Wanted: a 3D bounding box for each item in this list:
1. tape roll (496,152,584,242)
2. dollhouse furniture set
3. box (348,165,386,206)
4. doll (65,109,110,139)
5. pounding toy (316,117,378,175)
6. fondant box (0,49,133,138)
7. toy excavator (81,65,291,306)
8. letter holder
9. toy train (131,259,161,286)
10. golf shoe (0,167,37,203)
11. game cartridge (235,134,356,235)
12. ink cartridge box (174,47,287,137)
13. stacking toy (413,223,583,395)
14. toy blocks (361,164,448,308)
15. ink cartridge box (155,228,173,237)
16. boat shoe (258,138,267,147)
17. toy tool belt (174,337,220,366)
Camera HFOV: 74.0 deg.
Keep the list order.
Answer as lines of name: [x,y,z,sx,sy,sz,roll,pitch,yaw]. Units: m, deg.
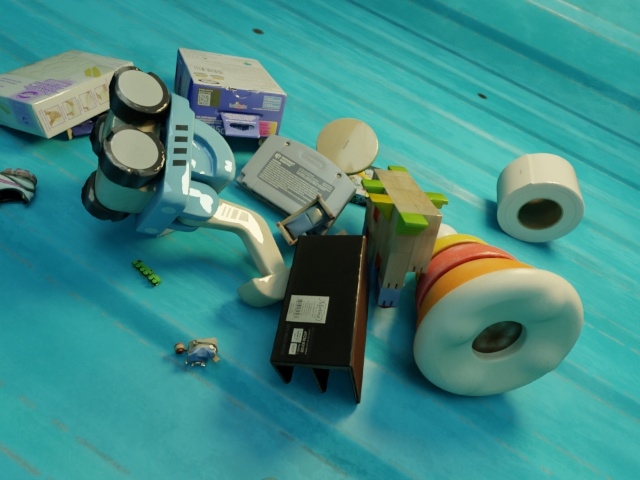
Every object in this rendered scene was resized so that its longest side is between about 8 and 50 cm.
tape roll: [0.703,-0.136,1.379,0.246,0.246,0.169,22,47,-1]
dollhouse furniture set: [0.000,0.000,1.055,0.129,0.129,0.183,-35,88,3]
box: [0.094,-0.189,1.333,0.233,0.044,0.159,16,46,-6]
doll: [-0.620,-0.336,1.193,0.189,0.046,0.129,-24,63,-35]
pounding toy: [0.058,-0.251,1.292,0.237,0.110,0.182,-32,75,-6]
fondant box: [-0.705,-0.411,1.156,0.239,0.096,0.330,18,45,17]
toy excavator: [-0.251,-0.090,0.918,0.446,0.222,0.432,12,62,-34]
letter holder: [0.020,0.168,0.913,0.152,0.214,0.301,0,50,13]
toy train: [-0.384,0.070,0.939,0.083,0.017,0.024,39,38,15]
golf shoe: [-0.741,-0.120,0.938,0.186,0.067,0.085,0,52,-21]
game cartridge: [-0.060,-0.163,1.186,0.297,0.062,0.198,34,73,10]
ink cartridge box: [-0.276,-0.434,1.280,0.270,0.151,0.395,-2,37,-26]
stacking toy: [0.346,0.092,1.042,0.351,0.350,0.479,9,32,-13]
toy blocks: [0.181,-0.007,1.062,0.191,0.260,0.381,5,27,-7]
ink cartridge box: [-0.391,-0.131,1.065,0.159,0.092,0.218,-26,62,-36]
boat shoe: [-0.166,-0.307,1.333,0.059,0.062,0.170,-7,44,-23]
toy tool belt: [-0.242,0.222,0.833,0.084,0.052,0.051,-2,43,-22]
